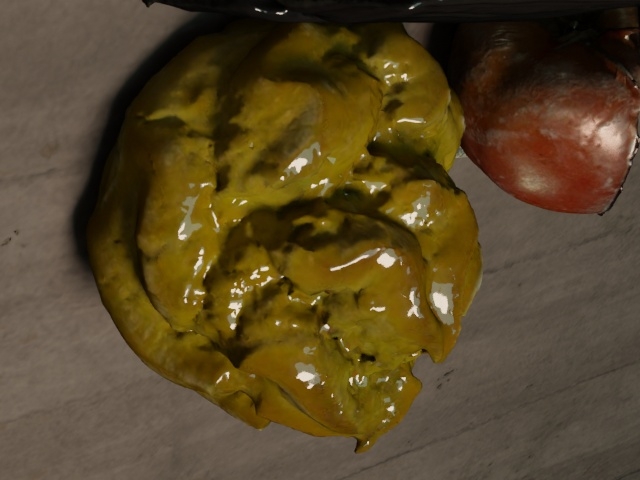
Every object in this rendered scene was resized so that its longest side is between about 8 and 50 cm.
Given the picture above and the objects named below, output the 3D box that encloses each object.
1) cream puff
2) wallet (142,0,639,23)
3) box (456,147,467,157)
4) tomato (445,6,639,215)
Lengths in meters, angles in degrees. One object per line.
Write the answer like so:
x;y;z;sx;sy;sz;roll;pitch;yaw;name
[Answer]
0.001;-0.001;1.328;0.324;0.257;0.291;-46;150;3;cream puff
0.057;-0.162;1.155;0.247;0.323;0.041;-3;96;-31;wallet
0.111;-0.097;1.526;0.083;0.054;0.024;-8;136;-44;box
0.181;-0.132;1.454;0.155;0.214;0.181;5;133;-3;tomato
